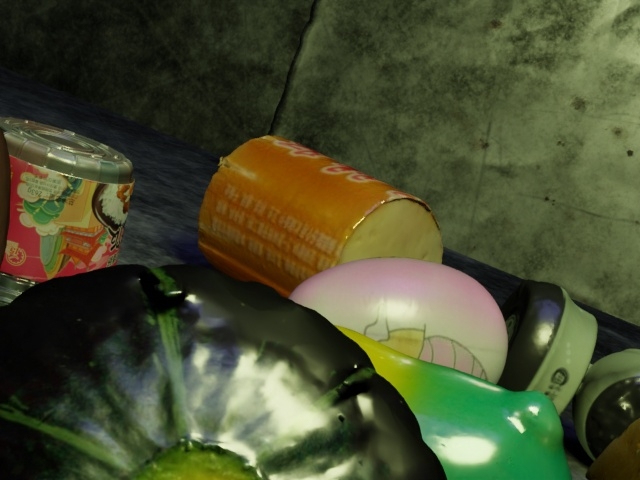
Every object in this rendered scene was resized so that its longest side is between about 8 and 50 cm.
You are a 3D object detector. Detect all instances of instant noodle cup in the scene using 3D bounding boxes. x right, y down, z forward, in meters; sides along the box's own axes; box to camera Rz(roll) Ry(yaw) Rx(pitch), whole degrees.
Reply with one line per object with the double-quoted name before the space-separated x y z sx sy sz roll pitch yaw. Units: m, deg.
"instant noodle cup" -0.326 -0.035 1.425 0.302 0.181 0.258 23 11 22

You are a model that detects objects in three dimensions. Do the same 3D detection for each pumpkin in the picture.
"pumpkin" -0.088 0.166 0.602 0.296 0.295 0.296 19 10 -3

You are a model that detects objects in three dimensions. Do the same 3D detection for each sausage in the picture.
"sausage" 0.000 0.000 1.749 0.233 0.233 0.287 9 16 -48

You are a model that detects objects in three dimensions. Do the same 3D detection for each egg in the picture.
"egg" 0.086 0.112 1.404 0.271 0.196 0.196 9 14 -36

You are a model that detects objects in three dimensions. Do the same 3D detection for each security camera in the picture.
"security camera" 0.341 0.191 1.548 0.277 0.197 0.191 28 10 -5

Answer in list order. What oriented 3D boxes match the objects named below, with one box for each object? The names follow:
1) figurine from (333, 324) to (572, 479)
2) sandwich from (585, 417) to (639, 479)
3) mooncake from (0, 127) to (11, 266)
"figurine" 0.055 0.180 0.868 0.340 0.231 0.324 27 16 12
"sandwich" 0.377 0.266 1.338 0.122 0.128 0.235 26 9 -12
"mooncake" -0.450 -0.037 1.175 0.326 0.174 0.334 19 23 29
